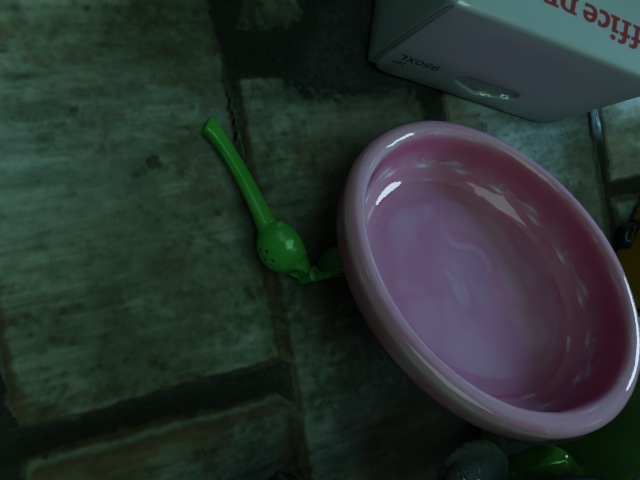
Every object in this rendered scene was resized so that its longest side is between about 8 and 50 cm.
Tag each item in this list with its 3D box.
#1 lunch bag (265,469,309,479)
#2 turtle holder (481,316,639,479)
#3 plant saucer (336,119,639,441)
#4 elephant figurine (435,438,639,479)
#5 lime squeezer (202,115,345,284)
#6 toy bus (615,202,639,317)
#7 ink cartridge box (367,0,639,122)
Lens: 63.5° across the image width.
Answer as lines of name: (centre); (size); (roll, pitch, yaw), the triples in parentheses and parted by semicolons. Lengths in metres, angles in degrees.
lunch bag: (-0.027, 0.379, 0.424); (0.256, 0.212, 0.305); (-38, 101, -12)
turtle holder: (0.347, 0.219, 0.551); (0.320, 0.243, 0.228); (-32, 103, -4)
plant saucer: (0.159, 0.031, 0.515); (0.331, 0.084, 0.332); (13, 54, -19)
elephant figurine: (0.134, 0.233, 0.361); (0.239, 0.169, 0.186); (27, 52, -22)
lime squeezer: (0.000, 0.000, 0.538); (0.310, 0.059, 0.110); (28, 48, -18)
toy bus: (0.515, -0.030, 0.704); (0.130, 0.108, 0.333); (38, 76, -17)
ink cartridge box: (0.234, -0.364, 0.565); (0.285, 0.166, 0.395); (9, 86, -21)
